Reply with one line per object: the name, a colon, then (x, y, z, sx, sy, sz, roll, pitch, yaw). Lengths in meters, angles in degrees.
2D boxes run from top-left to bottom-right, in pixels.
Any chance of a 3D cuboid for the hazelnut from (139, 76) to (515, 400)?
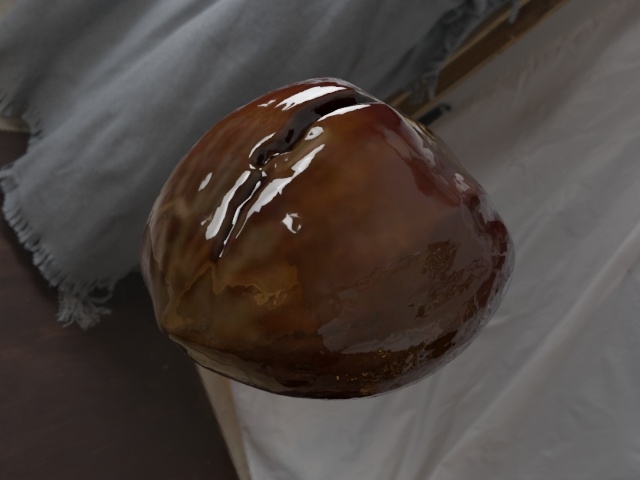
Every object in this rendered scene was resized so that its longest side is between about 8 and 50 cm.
hazelnut: (0.000, -0.003, 0.471, 0.212, 0.181, 0.181, 33, 10, 39)
